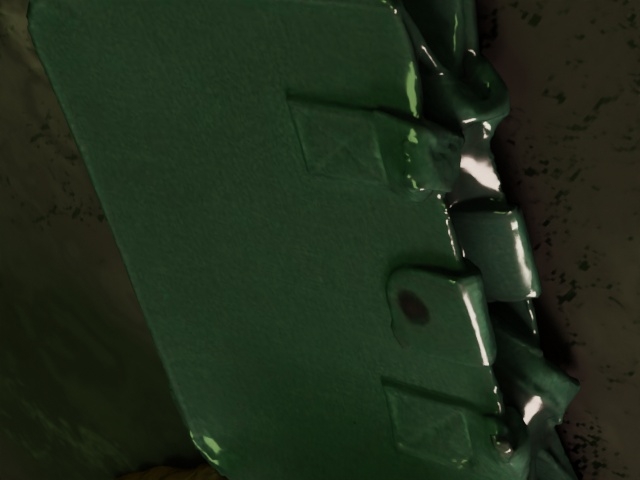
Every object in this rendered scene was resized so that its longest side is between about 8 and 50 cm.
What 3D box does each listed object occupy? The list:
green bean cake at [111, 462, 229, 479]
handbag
[{"bbox_3d":[-0.080,0.266,1.202,0.229,0.131,0.224,56,145,-8],"label":"green bean cake"},{"bbox_3d":[-0.001,0.000,0.918,0.238,0.089,0.326,12,131,39],"label":"handbag"}]
